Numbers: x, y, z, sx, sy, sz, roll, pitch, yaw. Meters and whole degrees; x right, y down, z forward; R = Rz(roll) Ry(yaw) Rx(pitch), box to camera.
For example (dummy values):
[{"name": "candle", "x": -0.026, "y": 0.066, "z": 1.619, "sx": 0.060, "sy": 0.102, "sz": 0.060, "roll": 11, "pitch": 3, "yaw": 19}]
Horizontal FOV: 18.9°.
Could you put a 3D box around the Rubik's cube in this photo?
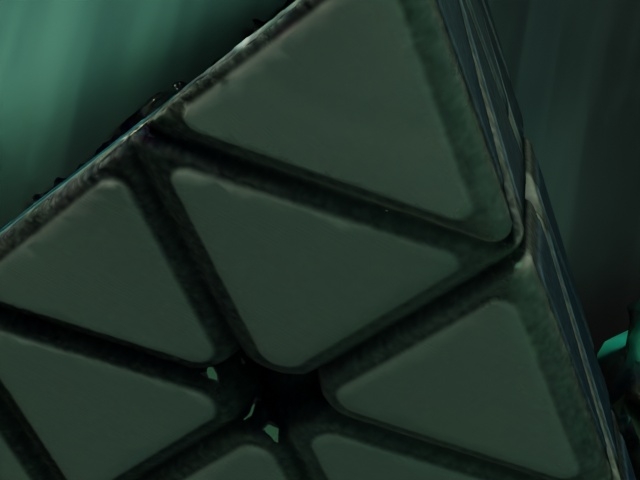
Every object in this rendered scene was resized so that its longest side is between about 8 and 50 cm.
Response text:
[{"name": "Rubik's cube", "x": 0.000, "y": -0.001, "z": 0.615, "sx": 0.228, "sy": 0.233, "sz": 0.228, "roll": 4, "pitch": 107, "yaw": -42}]

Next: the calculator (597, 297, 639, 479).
[{"name": "calculator", "x": 0.220, "y": 0.122, "z": 0.749, "sx": 0.248, "sy": 0.058, "sz": 0.274, "roll": -21, "pitch": 94, "yaw": -35}]
